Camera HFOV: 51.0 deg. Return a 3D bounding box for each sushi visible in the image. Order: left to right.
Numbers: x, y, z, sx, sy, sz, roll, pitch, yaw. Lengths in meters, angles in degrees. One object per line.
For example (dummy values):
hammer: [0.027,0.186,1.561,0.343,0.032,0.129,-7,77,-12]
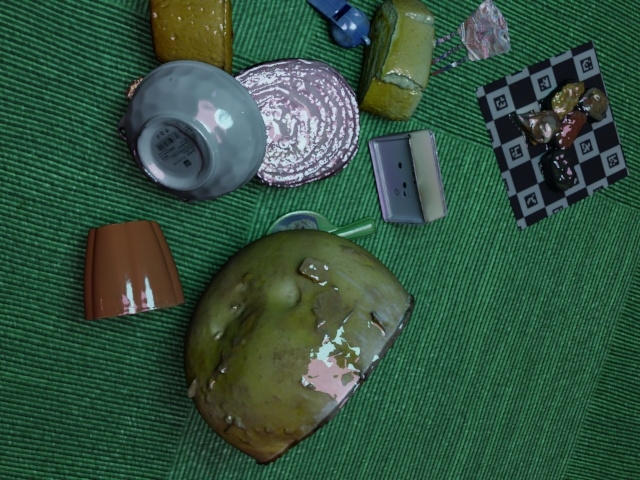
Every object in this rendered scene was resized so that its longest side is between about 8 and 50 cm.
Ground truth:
sushi: [0.574,-0.248,1.579,0.343,0.064,0.359,-25,105,-13]

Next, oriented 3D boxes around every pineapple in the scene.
pineapple: [-0.341,-0.301,1.310,0.083,0.019,0.045,-11,106,-17]

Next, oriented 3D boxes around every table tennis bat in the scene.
table tennis bat: [0.000,0.000,1.449,0.257,0.039,0.160,-17,104,-12]

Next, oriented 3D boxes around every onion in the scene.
onion: [-0.050,-0.241,1.359,0.247,0.111,0.250,-16,102,-15]

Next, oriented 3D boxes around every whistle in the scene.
whistle: [0.048,-0.452,1.388,0.090,0.090,0.158,-41,68,-8]

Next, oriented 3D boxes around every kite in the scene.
kite: [0.325,-0.447,1.502,0.229,0.016,0.127,-28,102,-15]

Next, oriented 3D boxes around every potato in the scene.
potato: [-0.079,0.168,1.274,0.319,0.385,0.442,40,78,-3]

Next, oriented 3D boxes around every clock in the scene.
clock: [0.185,-0.135,1.428,0.071,0.147,0.192,-18,102,-28]

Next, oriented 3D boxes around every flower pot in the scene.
flower pot: [-0.363,0.054,1.274,0.191,0.190,0.173,-9,90,-16]

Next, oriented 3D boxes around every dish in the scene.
dish: [-0.248,-0.179,1.232,0.303,0.120,0.303,6,122,10]

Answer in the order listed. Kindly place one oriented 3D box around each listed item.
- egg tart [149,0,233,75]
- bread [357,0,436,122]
egg tart: [-0.236,-0.398,1.245,0.147,0.202,0.202,-2,98,-7]
bread: [0.161,-0.378,1.370,0.124,0.186,0.257,12,86,-14]
